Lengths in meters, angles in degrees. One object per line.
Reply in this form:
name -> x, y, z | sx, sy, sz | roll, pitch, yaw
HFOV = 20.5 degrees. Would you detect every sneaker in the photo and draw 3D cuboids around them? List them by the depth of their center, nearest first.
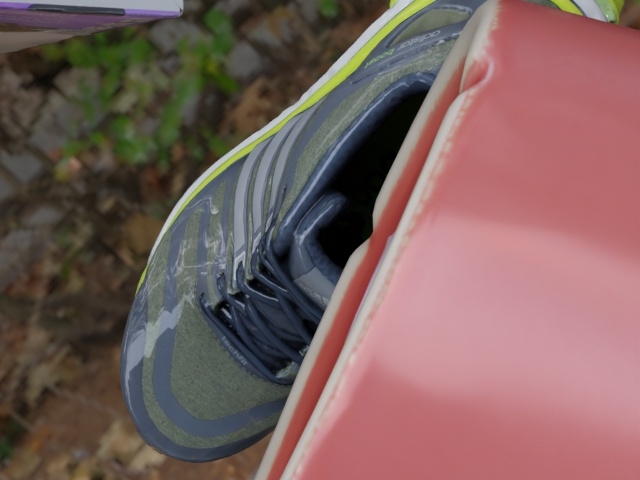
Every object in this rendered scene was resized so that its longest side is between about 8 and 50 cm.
sneaker -> 0.000, 0.000, 0.722 | 0.300, 0.111, 0.121 | -50, 6, 34

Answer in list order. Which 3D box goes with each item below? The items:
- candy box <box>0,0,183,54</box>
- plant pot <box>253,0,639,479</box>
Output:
candy box -> -0.181, -0.126, 0.794 | 0.196, 0.165, 0.070 | -1, 91, 54
plant pot -> 0.117, 0.065, 0.510 | 0.275, 0.243, 0.275 | -155, 90, -88
